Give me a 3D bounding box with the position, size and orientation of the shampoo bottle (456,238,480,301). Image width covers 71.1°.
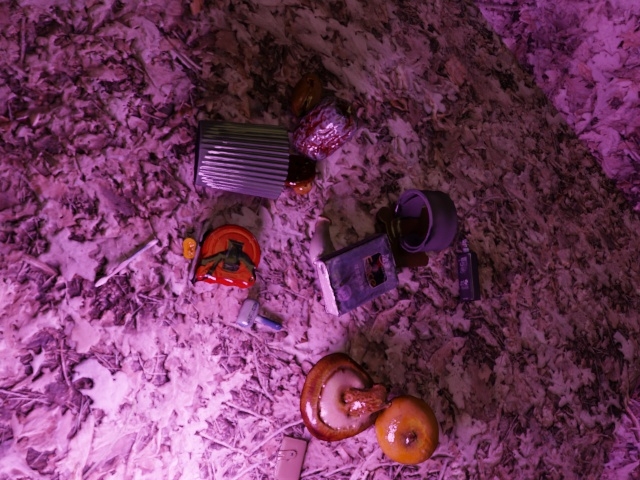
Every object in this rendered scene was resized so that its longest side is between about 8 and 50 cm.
[{"bbox_3d":[0.738,0.148,2.239,0.071,0.098,0.310,5,75,-19],"label":"shampoo bottle"}]

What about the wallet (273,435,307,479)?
[{"bbox_3d":[-0.115,0.834,1.713,0.117,0.038,0.153,22,71,-21],"label":"wallet"}]

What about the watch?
[{"bbox_3d":[0.461,-0.057,2.029,0.313,0.327,0.336,0,78,-25],"label":"watch"}]

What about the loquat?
[{"bbox_3d":[0.352,0.768,1.828,0.262,0.263,0.263,6,75,-24],"label":"loquat"}]

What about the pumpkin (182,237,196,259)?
[{"bbox_3d":[-0.507,0.032,1.724,0.050,0.028,0.083,4,85,-26],"label":"pumpkin"}]

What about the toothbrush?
[{"bbox_3d":[-0.700,0.076,1.625,0.269,0.027,0.021,-42,132,-27],"label":"toothbrush"}]

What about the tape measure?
[{"bbox_3d":[-0.359,0.062,1.739,0.253,0.114,0.261,13,73,-23],"label":"tape measure"}]

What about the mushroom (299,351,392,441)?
[{"bbox_3d":[0.091,0.603,1.738,0.345,0.259,0.346,6,75,-24],"label":"mushroom"}]

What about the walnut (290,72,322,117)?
[{"bbox_3d":[-0.064,-0.656,2.042,0.137,0.137,0.245,25,78,-18],"label":"walnut"}]

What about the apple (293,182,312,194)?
[{"bbox_3d":[-0.078,-0.241,1.965,0.083,0.071,0.084,6,75,-23],"label":"apple"}]

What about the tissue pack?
[{"bbox_3d":[0.161,0.141,1.934,0.361,0.122,0.260,-21,105,-30],"label":"tissue pack"}]

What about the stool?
[{"bbox_3d":[-0.318,-0.321,1.760,0.329,0.297,0.298,3,77,-20],"label":"stool"}]

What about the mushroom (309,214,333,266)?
[{"bbox_3d":[0.000,0.000,1.942,0.116,0.093,0.225,13,62,-41],"label":"mushroom"}]

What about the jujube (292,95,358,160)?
[{"bbox_3d":[0.019,-0.482,1.938,0.226,0.317,0.226,15,62,-30],"label":"jujube"}]

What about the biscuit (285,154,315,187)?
[{"bbox_3d":[-0.111,-0.301,1.939,0.191,0.049,0.192,2,53,-2],"label":"biscuit"}]

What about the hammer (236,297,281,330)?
[{"bbox_3d":[-0.232,0.309,1.774,0.193,0.069,0.116,29,67,-25],"label":"hammer"}]
